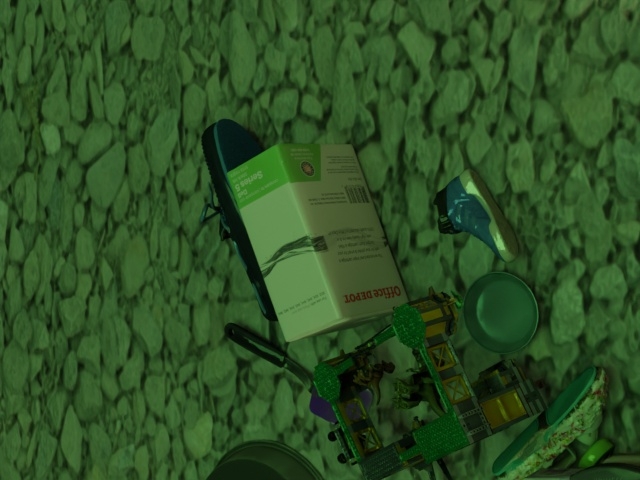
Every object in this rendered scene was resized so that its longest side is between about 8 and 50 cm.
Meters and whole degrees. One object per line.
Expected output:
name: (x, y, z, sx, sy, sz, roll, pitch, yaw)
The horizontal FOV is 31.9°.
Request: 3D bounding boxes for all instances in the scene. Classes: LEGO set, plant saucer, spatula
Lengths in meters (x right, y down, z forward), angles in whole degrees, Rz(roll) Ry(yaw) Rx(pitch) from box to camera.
LEGO set: (0.163, 0.206, 1.598, 0.255, 0.192, 0.331, 60, 139, 20)
plant saucer: (0.261, 0.103, 1.607, 0.119, 0.021, 0.119, 2, 94, 35)
spatula: (-0.046, 0.211, 1.824, 0.296, 0.030, 0.084, 30, 112, 30)

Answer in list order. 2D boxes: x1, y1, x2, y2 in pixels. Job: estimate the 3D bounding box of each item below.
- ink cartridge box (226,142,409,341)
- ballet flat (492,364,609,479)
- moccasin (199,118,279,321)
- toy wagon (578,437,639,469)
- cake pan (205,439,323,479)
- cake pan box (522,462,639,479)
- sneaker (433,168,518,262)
ink cartridge box: (0.000, 0.000, 1.674, 0.115, 0.198, 0.272, -26, 78, 34)
ballet flat: (0.333, 0.267, 1.546, 0.077, 0.091, 0.241, 35, 120, -5)
moccasin: (-0.123, -0.026, 1.799, 0.117, 0.138, 0.342, -31, 75, 37)
toy wagon: (0.443, 0.383, 1.472, 0.267, 0.068, 0.344, 42, 116, 25)
cake pan: (-0.098, 0.482, 1.867, 0.293, 0.054, 0.293, 3, 94, 35)
cake pan box: (0.394, 0.415, 1.427, 0.246, 0.070, 0.266, -7, 89, 33)
sneaker: (0.217, -0.019, 1.604, 0.084, 0.058, 0.152, -37, 69, 25)
